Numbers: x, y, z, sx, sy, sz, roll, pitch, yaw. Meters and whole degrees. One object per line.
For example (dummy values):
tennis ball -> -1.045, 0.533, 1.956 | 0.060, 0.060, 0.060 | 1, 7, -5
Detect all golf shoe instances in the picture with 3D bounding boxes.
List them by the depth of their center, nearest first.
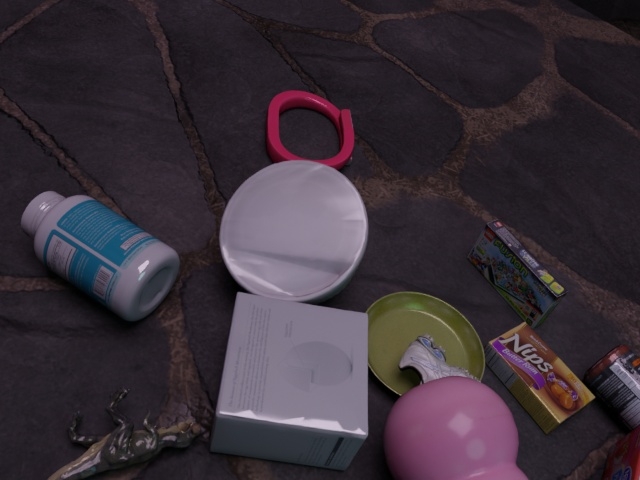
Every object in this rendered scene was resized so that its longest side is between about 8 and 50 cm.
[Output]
golf shoe -> 0.212, 0.247, 1.111 | 0.176, 0.069, 0.086 | 40, 71, 23

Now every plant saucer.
plant saucer -> 0.184, 0.202, 1.197 | 0.240, 0.037, 0.241 | 9, 48, -10

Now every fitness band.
fitness band -> -0.027, -0.258, 1.545 | 0.208, 0.054, 0.291 | 4, 47, -9

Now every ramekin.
ramekin -> -0.042, 0.000, 1.196 | 0.272, 0.127, 0.273 | -2, 69, 6

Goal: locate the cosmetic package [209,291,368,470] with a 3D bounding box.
cosmetic package -> -0.048, 0.225, 1.041 | 0.224, 0.138, 0.224 | 12, 47, -7

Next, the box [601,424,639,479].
box -> 0.521, 0.430, 1.027 | 0.122, 0.128, 0.257 | 31, 49, 12

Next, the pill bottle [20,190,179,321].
pill bottle -> -0.389, 0.016, 1.126 | 0.264, 0.146, 0.146 | 31, 48, 12

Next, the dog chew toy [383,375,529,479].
dog chew toy -> 0.222, 0.375, 0.952 | 0.206, 0.207, 0.332 | -7, 59, -22

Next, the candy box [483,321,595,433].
candy box -> 0.401, 0.252, 1.205 | 0.109, 0.053, 0.187 | -20, 58, -30

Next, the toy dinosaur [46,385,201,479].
toy dinosaur -> -0.314, 0.295, 0.959 | 0.268, 0.064, 0.118 | -19, 63, -25

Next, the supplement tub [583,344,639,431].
supplement tub -> 0.590, 0.295, 1.185 | 0.106, 0.106, 0.198 | -21, 58, -31

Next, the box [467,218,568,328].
box -> 0.399, 0.068, 1.327 | 0.036, 0.114, 0.207 | -20, 56, -29
